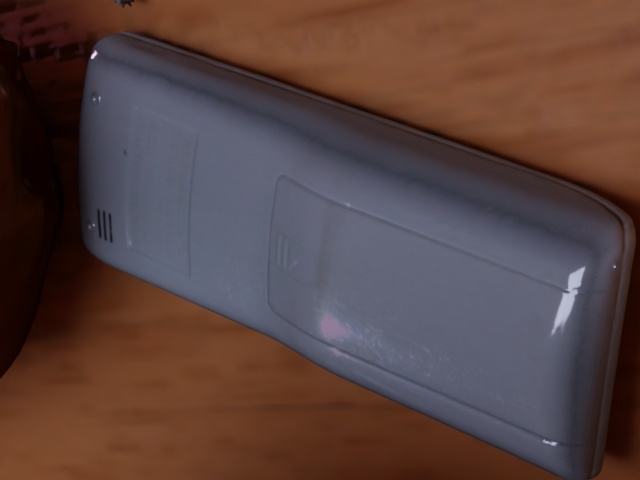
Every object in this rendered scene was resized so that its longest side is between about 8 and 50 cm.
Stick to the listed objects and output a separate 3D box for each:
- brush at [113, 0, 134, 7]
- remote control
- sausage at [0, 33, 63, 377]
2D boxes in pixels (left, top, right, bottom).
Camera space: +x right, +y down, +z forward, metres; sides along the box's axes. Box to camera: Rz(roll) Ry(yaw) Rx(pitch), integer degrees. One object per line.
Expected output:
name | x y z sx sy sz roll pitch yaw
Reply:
brush | -0.152 -0.162 0.548 0.314 0.017 0.090 32 123 32
remote control | 0.000 0.000 0.449 0.162 0.029 0.061 21 115 37
sausage | -0.169 0.009 0.541 0.258 0.133 0.133 -20 89 44
